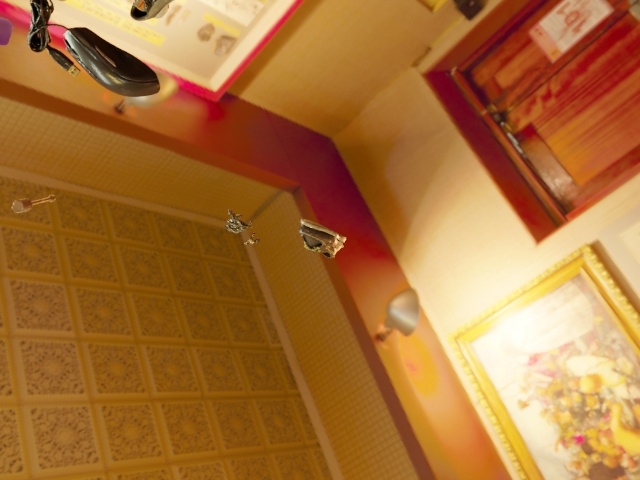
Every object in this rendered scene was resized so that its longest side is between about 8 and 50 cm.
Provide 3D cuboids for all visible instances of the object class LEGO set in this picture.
[{"bbox_3d":[-0.137,-0.017,1.075,0.083,0.054,0.023,43,-134,-25],"label":"LEGO set"}]

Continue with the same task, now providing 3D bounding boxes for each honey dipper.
[{"bbox_3d":[-0.671,-0.091,1.492,0.030,0.030,0.160,46,-168,-4],"label":"honey dipper"}]

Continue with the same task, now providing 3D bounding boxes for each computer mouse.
[{"bbox_3d":[-0.436,-0.326,1.175,0.262,0.184,0.060,34,-115,-20],"label":"computer mouse"}]

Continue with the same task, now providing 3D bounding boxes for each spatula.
[{"bbox_3d":[-0.961,-0.546,1.817,0.084,0.296,0.030,-1,-109,-41],"label":"spatula"}]

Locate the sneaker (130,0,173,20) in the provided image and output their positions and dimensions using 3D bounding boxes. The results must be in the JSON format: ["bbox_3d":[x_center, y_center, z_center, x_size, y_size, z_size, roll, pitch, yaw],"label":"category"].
[{"bbox_3d":[-0.497,-0.746,1.908,0.100,0.272,0.108,52,-127,-8],"label":"sneaker"}]

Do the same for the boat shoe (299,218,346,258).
[{"bbox_3d":[0.000,0.000,1.509,0.081,0.068,0.228,27,-179,21],"label":"boat shoe"}]
